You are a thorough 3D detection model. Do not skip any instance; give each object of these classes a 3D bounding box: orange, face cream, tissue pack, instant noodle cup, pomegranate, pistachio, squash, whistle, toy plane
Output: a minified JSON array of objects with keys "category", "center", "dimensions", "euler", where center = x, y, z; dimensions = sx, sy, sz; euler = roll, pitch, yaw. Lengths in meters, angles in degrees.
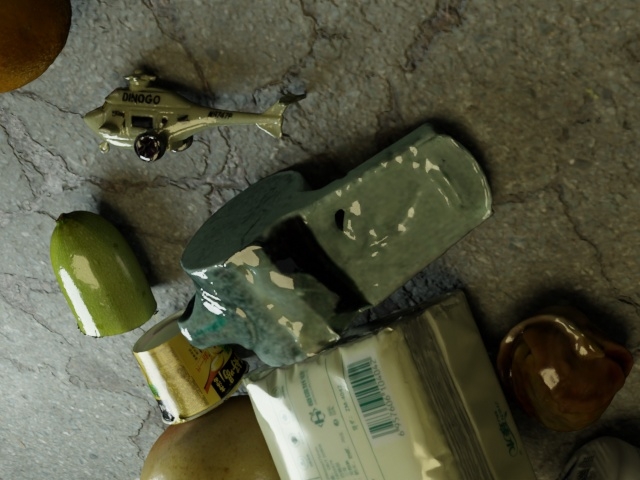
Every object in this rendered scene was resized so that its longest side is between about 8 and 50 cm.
[{"category":"orange","center":[-0.387,-0.258,1.110],"dimensions":[0.206,0.206,0.206],"euler":[12,132,13]},{"category":"face cream","center":[0.378,0.367,1.312],"dimensions":[0.111,0.206,0.206],"euler":[30,134,-2]},{"category":"tissue pack","center":[0.101,0.291,1.276],"dimensions":[0.297,0.207,0.380],"euler":[-22,87,39]},{"category":"instant noodle cup","center":[-0.197,0.178,1.447],"dimensions":[0.151,0.151,0.122],"euler":[-21,107,36]},{"category":"pomegranate","center":[-0.129,0.378,1.457],"dimensions":[0.319,0.319,0.319],"euler":[12,132,13]},{"category":"pistachio","center":[0.304,0.170,1.230],"dimensions":[0.165,0.130,0.210],"euler":[-2,136,21]},{"category":"squash","center":[-0.316,0.037,1.390],"dimensions":[0.123,0.123,0.187],"euler":[-4,122,26]},{"category":"whistle","center":[0.004,0.012,1.178],"dimensions":[0.405,0.188,0.168],"euler":[-22,117,35]},{"category":"toy plane","center":[-0.160,-0.150,1.188],"dimensions":[0.286,0.092,0.108],"euler":[7,106,21]}]
